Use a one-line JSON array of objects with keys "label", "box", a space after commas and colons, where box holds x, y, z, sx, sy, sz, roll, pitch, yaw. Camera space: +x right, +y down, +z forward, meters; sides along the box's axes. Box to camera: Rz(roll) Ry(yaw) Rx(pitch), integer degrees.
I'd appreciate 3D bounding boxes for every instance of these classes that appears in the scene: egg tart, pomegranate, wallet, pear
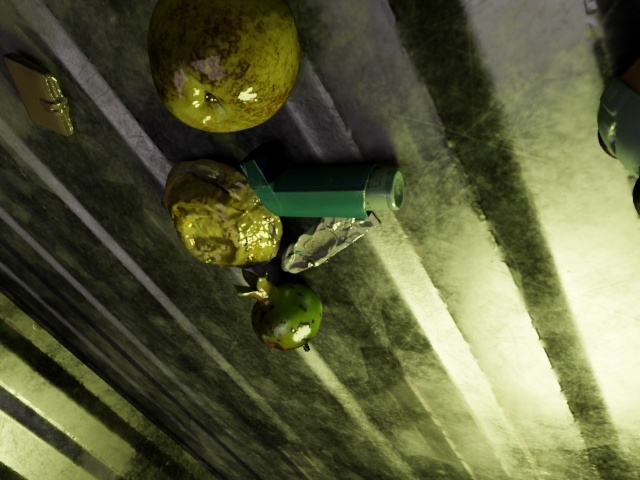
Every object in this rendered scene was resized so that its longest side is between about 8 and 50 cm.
[{"label": "egg tart", "box": [-0.208, -0.033, 0.836, 0.278, 0.095, 0.279, 15, 134, 16]}, {"label": "pomegranate", "box": [-0.092, 0.150, 0.879, 0.156, 0.157, 0.220, -16, 144, 39]}, {"label": "wallet", "box": [-0.562, -0.290, 0.842, 0.117, 0.039, 0.153, 28, 141, 7]}, {"label": "pear", "box": [-0.127, -0.235, 0.536, 0.197, 0.197, 0.198, 16, 135, 16]}]

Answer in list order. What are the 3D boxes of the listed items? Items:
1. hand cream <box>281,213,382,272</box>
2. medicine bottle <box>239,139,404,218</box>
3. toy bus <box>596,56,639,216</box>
[{"label": "hand cream", "box": [-0.002, 0.002, 0.787, 0.084, 0.050, 0.256, 47, 133, -12]}, {"label": "medicine bottle", "box": [0.000, -0.094, 0.670, 0.258, 0.079, 0.124, 5, 128, 26]}, {"label": "toy bus", "box": [0.414, -0.102, 0.362, 0.287, 0.194, 0.232, 30, 125, 3]}]
